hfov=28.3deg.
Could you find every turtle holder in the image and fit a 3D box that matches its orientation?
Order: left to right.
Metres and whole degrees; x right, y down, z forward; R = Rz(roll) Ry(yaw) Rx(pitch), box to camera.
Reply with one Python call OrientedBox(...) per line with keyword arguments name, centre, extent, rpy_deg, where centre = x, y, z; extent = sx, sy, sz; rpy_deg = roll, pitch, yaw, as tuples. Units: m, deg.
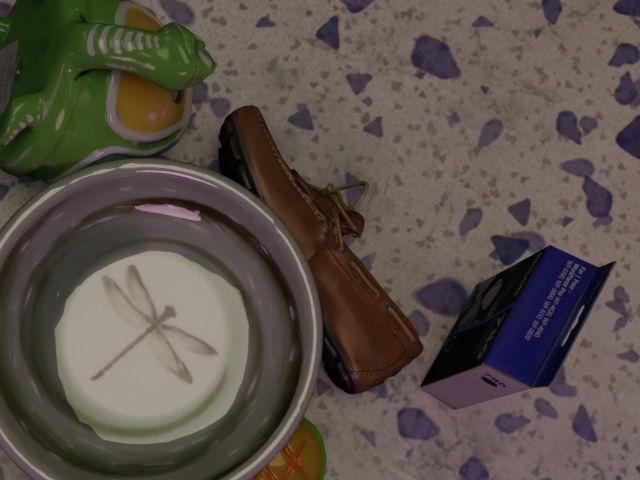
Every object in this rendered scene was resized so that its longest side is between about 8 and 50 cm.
OrientedBox(name="turtle holder", centre=(-0.261, -0.197, 1.466), extent=(0.227, 0.320, 0.243), rpy_deg=(13, 48, -33))

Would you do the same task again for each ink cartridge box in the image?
OrientedBox(name="ink cartridge box", centre=(0.221, 0.104, 1.486), extent=(0.065, 0.332, 0.165), rpy_deg=(33, 73, -4))

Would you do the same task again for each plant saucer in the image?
OrientedBox(name="plant saucer", centre=(-0.201, 0.109, 1.457), extent=(0.400, 0.100, 0.401), rpy_deg=(1, 86, -12))

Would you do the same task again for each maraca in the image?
OrientedBox(name="maraca", centre=(-0.086, 0.263, 1.515), extent=(0.185, 0.099, 0.127), rpy_deg=(-4, 80, 4))

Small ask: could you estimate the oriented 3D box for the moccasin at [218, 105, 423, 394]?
OrientedBox(name="moccasin", centre=(0.001, -0.001, 1.563), extent=(0.147, 0.139, 0.380), rpy_deg=(-32, 87, -17))
